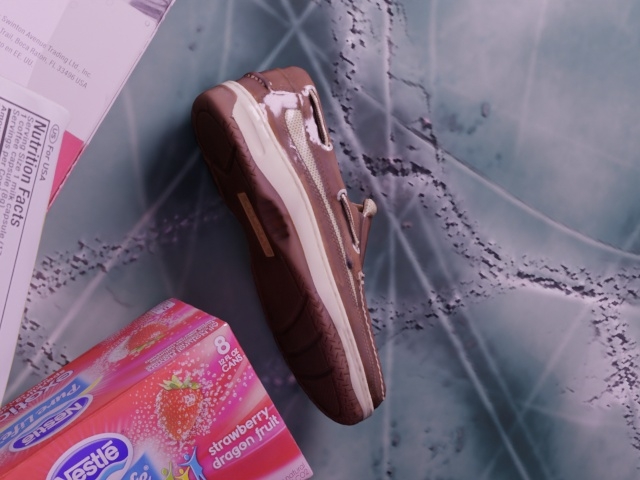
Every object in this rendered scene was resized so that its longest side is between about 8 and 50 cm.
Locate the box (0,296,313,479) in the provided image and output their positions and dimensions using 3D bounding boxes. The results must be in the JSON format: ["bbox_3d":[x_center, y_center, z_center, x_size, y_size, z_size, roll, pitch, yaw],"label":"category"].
[{"bbox_3d":[-0.154,0.163,1.112,0.257,0.122,0.128,-33,108,-16],"label":"box"}]

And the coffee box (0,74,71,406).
[{"bbox_3d":[-0.374,0.041,0.786,0.334,0.337,0.338,24,75,-58],"label":"coffee box"}]

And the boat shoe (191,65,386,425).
[{"bbox_3d":[0.004,0.000,1.179,0.095,0.095,0.257,-27,106,-25],"label":"boat shoe"}]

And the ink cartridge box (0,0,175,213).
[{"bbox_3d":[-0.200,-0.180,1.050,0.207,0.117,0.283,33,83,-23],"label":"ink cartridge box"}]
